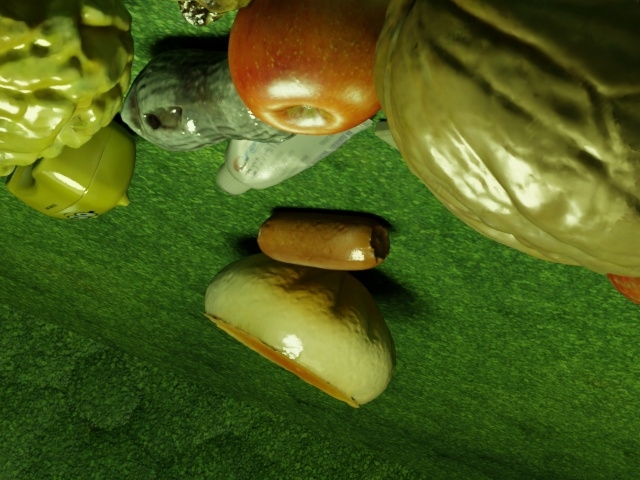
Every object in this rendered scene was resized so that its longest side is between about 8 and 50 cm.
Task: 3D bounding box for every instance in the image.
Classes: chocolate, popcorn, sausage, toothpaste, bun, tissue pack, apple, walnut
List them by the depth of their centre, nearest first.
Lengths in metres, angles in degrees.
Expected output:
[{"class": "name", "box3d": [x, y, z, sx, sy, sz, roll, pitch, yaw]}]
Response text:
[{"class": "walnut", "box3d": [0.196, -0.108, 1.109, 0.313, 0.252, 0.277, 31, 162, -20]}, {"class": "apple", "box3d": [-0.003, -0.164, 1.338, 0.163, 0.139, 0.163, 17, 162, 6]}, {"class": "popcorn", "box3d": [-0.295, -0.191, 1.450, 0.249, 0.225, 0.249, 5, 136, 5]}, {"class": "chocolate", "box3d": [-0.101, -0.147, 1.569, 0.248, 0.110, 0.110, 3, 159, 41]}, {"class": "toothpaste", "box3d": [-0.045, -0.109, 1.724, 0.099, 0.069, 0.282, -6, 168, -27]}, {"class": "tissue pack", "box3d": [-0.303, -0.091, 1.913, 0.127, 0.123, 0.178, 24, 162, -25]}, {"class": "sausage", "box3d": [0.000, 0.000, 2.001, 0.197, 0.076, 0.076, 6, 161, 38]}, {"class": "bun", "box3d": [-0.012, 0.108, 2.212, 0.299, 0.165, 0.299, 32, 172, 5]}]

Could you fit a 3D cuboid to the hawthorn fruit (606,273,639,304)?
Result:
[{"class": "hawthorn fruit", "box3d": [0.356, -0.039, 1.278, 0.210, 0.211, 0.262, 28, 155, -32]}]

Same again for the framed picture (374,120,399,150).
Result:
[{"class": "framed picture", "box3d": [0.227, -0.065, 1.652, 0.211, 0.020, 0.289, -1, 155, 46]}]

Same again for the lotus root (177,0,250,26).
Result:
[{"class": "lotus root", "box3d": [-0.093, -0.254, 1.232, 0.108, 0.095, 0.191, 0, 153, 0]}]
